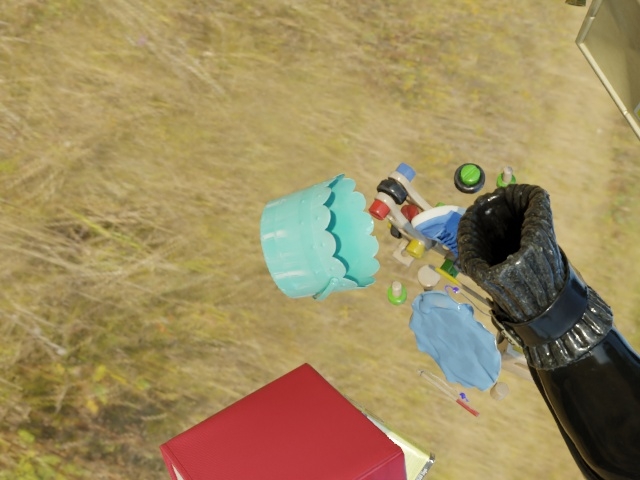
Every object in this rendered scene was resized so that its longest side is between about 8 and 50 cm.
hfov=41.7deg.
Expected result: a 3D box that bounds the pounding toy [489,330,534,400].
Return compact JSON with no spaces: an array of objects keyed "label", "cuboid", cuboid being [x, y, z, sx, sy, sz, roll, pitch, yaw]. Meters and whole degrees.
[{"label":"pounding toy","cuboid":[0.433,0.252,1.863,0.094,0.181,0.206,125,-11,-58]}]

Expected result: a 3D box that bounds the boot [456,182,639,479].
[{"label":"boot","cuboid":[0.267,0.106,0.877,0.131,0.348,0.260,-30,118,-1]}]

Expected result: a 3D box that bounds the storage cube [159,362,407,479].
[{"label":"storage cube","cuboid":[-0.028,0.285,0.899,0.193,0.215,0.184,-27,125,-24]}]

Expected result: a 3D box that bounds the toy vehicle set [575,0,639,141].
[{"label":"toy vehicle set","cuboid":[0.323,-0.111,0.737,0.035,0.267,0.166,-29,168,0]}]

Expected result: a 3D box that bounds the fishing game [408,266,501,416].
[{"label":"fishing game","cuboid":[0.219,0.159,1.355,0.041,0.189,0.264,-33,140,-32]}]

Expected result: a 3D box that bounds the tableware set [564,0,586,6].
[{"label":"tableware set","cuboid":[0.215,-0.267,0.878,0.104,0.154,0.024,-122,-137,-74]}]

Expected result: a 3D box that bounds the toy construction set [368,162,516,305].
[{"label":"toy construction set","cuboid":[0.215,0.027,1.596,0.237,0.257,0.309,77,24,-66]}]

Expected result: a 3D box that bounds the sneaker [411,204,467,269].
[{"label":"sneaker","cuboid":[0.196,0.002,1.188,0.152,0.058,0.085,6,62,-42]}]

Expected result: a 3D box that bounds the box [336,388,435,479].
[{"label":"box","cuboid":[0.102,0.386,1.616,0.087,0.232,0.058,-58,173,2]}]

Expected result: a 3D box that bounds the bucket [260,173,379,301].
[{"label":"bucket","cuboid":[0.000,0.000,1.911,0.281,0.183,0.281,43,39,-51]}]
